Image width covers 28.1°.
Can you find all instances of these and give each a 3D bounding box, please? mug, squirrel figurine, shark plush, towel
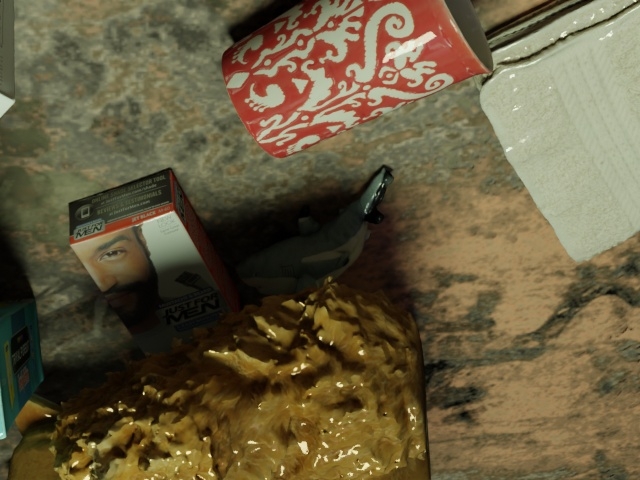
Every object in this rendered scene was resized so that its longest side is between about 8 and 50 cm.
[{"bbox_3d":[0.032,-0.124,0.929,0.169,0.113,0.150,-26,134,18],"label":"mug"},{"bbox_3d":[-0.096,0.177,1.058,0.371,0.281,0.397,-4,150,5],"label":"squirrel figurine"},{"bbox_3d":[0.000,0.000,1.093,0.067,0.073,0.161,44,125,-8],"label":"shark plush"},{"bbox_3d":[0.248,-0.098,1.051,0.187,0.049,0.282,-26,136,15],"label":"towel"}]

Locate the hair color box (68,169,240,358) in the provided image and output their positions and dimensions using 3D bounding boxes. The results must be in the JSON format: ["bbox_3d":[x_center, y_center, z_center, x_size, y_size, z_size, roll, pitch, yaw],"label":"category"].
[{"bbox_3d":[-0.137,0.025,1.084,0.093,0.053,0.167,-18,136,7],"label":"hair color box"}]

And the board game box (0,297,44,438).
[{"bbox_3d":[-0.346,0.098,0.940,0.254,0.079,0.336,-6,-179,-8],"label":"board game box"}]

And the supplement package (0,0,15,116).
[{"bbox_3d":[-0.357,-0.101,0.830,0.262,0.145,0.204,-39,131,26],"label":"supplement package"}]
